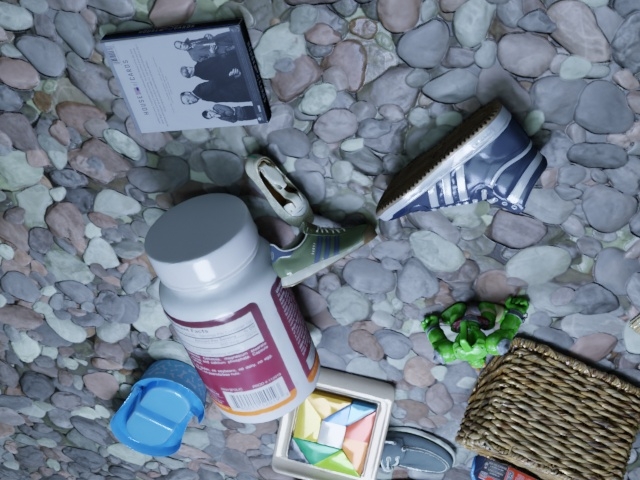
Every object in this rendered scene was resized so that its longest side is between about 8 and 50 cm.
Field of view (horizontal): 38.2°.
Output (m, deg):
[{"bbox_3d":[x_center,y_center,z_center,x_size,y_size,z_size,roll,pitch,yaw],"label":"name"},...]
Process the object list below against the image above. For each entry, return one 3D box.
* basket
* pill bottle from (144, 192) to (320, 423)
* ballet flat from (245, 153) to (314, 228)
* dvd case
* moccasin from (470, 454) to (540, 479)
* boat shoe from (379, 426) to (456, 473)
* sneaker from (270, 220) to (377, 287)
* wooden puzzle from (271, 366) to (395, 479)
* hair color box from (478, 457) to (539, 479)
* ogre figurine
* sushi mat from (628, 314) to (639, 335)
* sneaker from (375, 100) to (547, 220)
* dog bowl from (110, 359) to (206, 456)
[{"bbox_3d":[0.438,0.344,1.787,0.299,0.223,0.213,22,167,-4],"label":"basket"},{"bbox_3d":[-0.157,0.124,1.670,0.224,0.224,0.392,-5,128,19],"label":"pill bottle"},{"bbox_3d":[-0.065,-0.080,1.572,0.168,0.057,0.052,45,162,-23],"label":"ballet flat"},{"bbox_3d":[-0.213,-0.259,1.482,0.238,0.030,0.179,-2,130,17],"label":"dvd case"},{"bbox_3d":[0.479,0.526,1.907,0.342,0.138,0.117,23,128,-6],"label":"moccasin"},{"bbox_3d":[0.127,0.455,1.965,0.319,0.099,0.116,14,132,3],"label":"boat shoe"},{"bbox_3d":[0.000,0.000,1.584,0.192,0.064,0.086,-29,97,-13],"label":"sneaker"},{"bbox_3d":[0.023,0.387,1.890,0.220,0.044,0.239,13,100,6],"label":"wooden puzzle"},{"bbox_3d":[0.383,0.470,1.795,0.141,0.043,0.072,30,168,-28],"label":"hair color box"},{"bbox_3d":[0.271,0.166,1.660,0.197,0.118,0.097,3,131,14],"label":"ogre figurine"},{"bbox_3d":[0.679,0.092,1.549,0.151,0.019,0.316,28,132,-11],"label":"sushi mat"},{"bbox_3d":[0.226,-0.083,1.468,0.153,0.099,0.282,40,126,-17],"label":"sneaker"},{"bbox_3d":[-0.350,0.367,2.037,0.166,0.074,0.297,29,132,-10],"label":"dog bowl"}]
